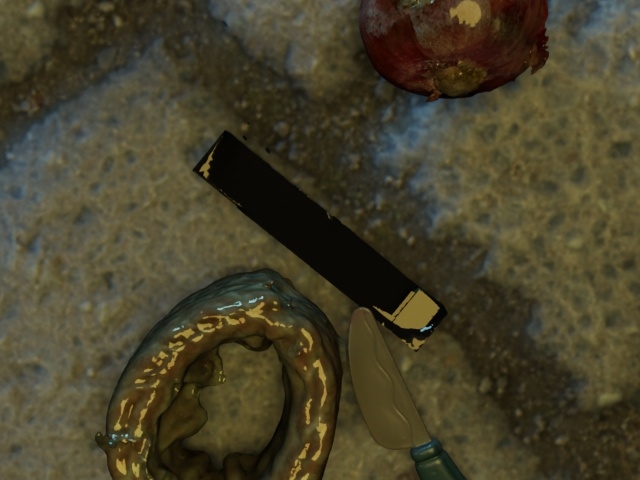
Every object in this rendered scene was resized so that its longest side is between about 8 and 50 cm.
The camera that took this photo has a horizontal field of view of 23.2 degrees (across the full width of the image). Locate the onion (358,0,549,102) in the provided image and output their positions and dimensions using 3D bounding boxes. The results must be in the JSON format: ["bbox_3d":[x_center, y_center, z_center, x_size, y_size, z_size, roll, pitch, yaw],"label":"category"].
[{"bbox_3d":[0.107,-0.216,1.329,0.159,0.159,0.195,-8,66,0],"label":"onion"}]

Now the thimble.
[{"bbox_3d":[-0.077,0.149,1.355,0.196,0.148,0.229,43,96,-5],"label":"thimble"}]

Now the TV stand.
[{"bbox_3d":[0.000,0.000,1.392,0.256,0.040,0.049,39,94,-5],"label":"TV stand"}]

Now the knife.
[{"bbox_3d":[0.076,0.171,1.404,0.058,0.032,0.244,-27,103,16],"label":"knife"}]
